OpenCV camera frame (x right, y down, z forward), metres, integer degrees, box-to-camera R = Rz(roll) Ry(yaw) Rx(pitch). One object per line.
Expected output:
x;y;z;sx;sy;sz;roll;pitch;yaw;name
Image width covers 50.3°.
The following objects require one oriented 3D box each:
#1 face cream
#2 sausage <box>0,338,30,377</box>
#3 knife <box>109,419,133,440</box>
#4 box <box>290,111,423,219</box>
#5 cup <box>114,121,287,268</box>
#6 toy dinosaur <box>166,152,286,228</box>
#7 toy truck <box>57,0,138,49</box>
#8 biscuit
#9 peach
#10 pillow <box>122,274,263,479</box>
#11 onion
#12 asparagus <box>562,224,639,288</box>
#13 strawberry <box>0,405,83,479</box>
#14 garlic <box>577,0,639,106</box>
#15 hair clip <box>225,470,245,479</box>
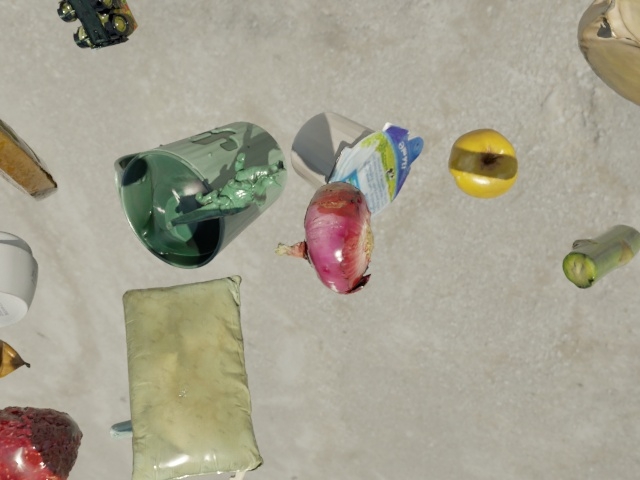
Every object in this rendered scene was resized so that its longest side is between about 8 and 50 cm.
-0.448;0.053;0.930;0.117;0.104;0.117;-11;144;-8;face cream
-0.816;0.254;1.540;0.112;0.112;0.328;3;165;39;sausage
-0.333;0.362;1.349;0.162;0.023;0.044;-12;130;-12;knife
0.072;-0.205;1.625;0.206;0.291;0.262;38;158;36;box
-0.325;-0.167;1.810;0.401;0.392;0.310;43;127;4;cup
-0.209;-0.098;1.454;0.292;0.079;0.120;-21;138;-1;toy dinosaur
-0.478;-0.530;1.397;0.127;0.127;0.257;-3;131;31;toy truck
-0.588;-0.203;1.112;0.350;0.070;0.394;37;167;-3;biscuit
0.399;-0.187;1.679;0.179;0.179;0.103;28;166;-4;peach
-0.191;0.204;1.003;0.185;0.302;0.075;-6;159;-8;pillow
0.000;0.000;0.885;0.140;0.150;0.150;-2;145;17;onion
0.414;0.021;1.004;0.067;0.277;0.060;42;121;25;asparagus
-0.693;0.508;1.659;0.274;0.220;0.274;48;154;32;strawberry
0.514;-0.317;1.077;0.338;0.151;0.196;27;-166;-27;garlic
-0.217;0.533;1.421;0.072;0.226;0.034;53;172;7;hair clip
